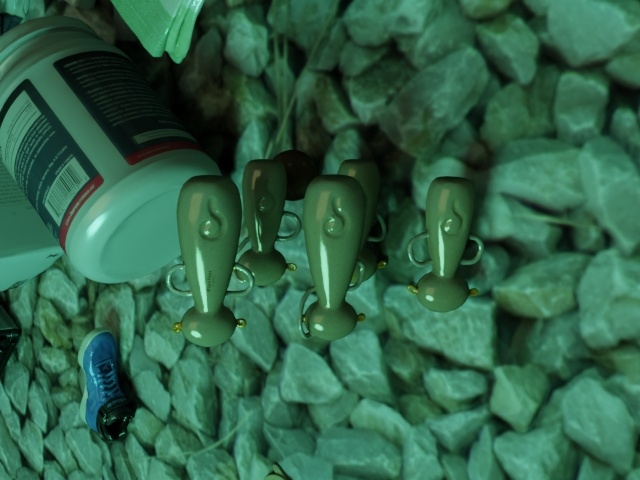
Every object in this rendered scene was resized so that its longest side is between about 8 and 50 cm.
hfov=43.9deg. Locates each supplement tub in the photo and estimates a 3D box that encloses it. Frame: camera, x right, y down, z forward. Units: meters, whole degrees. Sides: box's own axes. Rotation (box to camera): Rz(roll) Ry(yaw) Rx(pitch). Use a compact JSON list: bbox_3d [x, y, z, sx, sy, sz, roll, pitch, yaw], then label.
[{"bbox_3d":[-0.255,-0.105,0.907,0.272,0.191,0.191,50,121,20],"label":"supplement tub"}]

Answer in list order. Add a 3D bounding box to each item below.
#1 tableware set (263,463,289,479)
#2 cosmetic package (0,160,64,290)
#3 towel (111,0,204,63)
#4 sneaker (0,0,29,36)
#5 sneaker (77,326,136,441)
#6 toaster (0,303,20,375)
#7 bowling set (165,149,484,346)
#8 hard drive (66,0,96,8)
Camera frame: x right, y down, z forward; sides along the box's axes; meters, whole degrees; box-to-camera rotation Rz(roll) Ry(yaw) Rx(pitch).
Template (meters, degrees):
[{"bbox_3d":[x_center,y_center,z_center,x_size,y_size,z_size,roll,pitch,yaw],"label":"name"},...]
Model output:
[{"bbox_3d":[-0.041,0.351,0.922,0.141,0.020,0.169,42,120,26],"label":"tableware set"},{"bbox_3d":[-0.468,-0.033,1.097,0.151,0.151,0.184,-31,78,36],"label":"cosmetic package"},{"bbox_3d":[-0.113,-0.326,0.585,0.248,0.038,0.325,54,135,12],"label":"towel"},{"bbox_3d":[-0.505,-0.279,1.106,0.153,0.094,0.235,22,109,17],"label":"sneaker"},{"bbox_3d":[-0.276,0.194,1.045,0.084,0.058,0.152,28,116,36],"label":"sneaker"},{"bbox_3d":[-0.558,0.164,1.180,0.110,0.168,0.186,48,121,22],"label":"toaster"},{"bbox_3d":[0.000,0.000,0.777,0.286,0.200,0.154,1,105,-6],"label":"bowling set"},{"bbox_3d":[-0.308,-0.476,0.986,0.203,0.040,0.308,38,117,26],"label":"hard drive"}]
